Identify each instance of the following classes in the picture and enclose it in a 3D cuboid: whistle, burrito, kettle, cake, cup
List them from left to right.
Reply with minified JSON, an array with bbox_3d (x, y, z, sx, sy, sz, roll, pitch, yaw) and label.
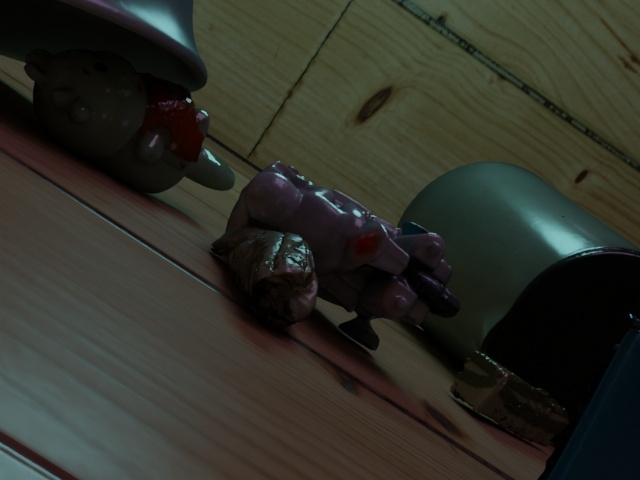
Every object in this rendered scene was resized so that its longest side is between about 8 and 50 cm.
[{"bbox_3d":[-0.247,-0.261,1.043,0.347,0.163,0.347,15,-4,1],"label":"cup"},{"bbox_3d":[-0.161,-0.100,1.044,0.253,0.106,0.101,31,45,-49],"label":"whistle"},{"bbox_3d":[-0.038,0.023,0.876,0.058,0.063,0.229,-8,6,-13],"label":"burrito"},{"bbox_3d":[0.177,0.149,1.104,0.140,0.051,0.055,33,1,-44],"label":"cake"},{"bbox_3d":[0.302,0.070,1.397,0.361,0.250,0.376,4,14,-13],"label":"kettle"}]

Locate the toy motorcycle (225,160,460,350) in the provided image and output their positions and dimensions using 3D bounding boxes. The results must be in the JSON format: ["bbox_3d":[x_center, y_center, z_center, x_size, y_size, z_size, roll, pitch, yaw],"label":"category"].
[{"bbox_3d":[0.000,0.000,1.003,0.171,0.110,0.260,37,-10,-33],"label":"toy motorcycle"}]

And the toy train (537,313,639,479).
[{"bbox_3d":[0.290,0.179,0.760,0.265,0.188,0.300,31,4,37],"label":"toy train"}]
